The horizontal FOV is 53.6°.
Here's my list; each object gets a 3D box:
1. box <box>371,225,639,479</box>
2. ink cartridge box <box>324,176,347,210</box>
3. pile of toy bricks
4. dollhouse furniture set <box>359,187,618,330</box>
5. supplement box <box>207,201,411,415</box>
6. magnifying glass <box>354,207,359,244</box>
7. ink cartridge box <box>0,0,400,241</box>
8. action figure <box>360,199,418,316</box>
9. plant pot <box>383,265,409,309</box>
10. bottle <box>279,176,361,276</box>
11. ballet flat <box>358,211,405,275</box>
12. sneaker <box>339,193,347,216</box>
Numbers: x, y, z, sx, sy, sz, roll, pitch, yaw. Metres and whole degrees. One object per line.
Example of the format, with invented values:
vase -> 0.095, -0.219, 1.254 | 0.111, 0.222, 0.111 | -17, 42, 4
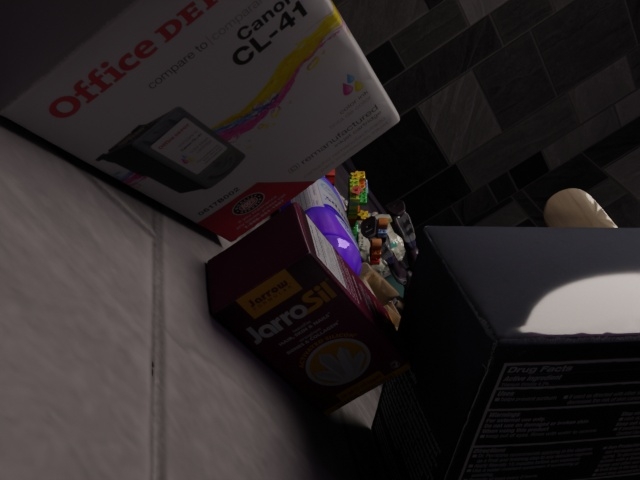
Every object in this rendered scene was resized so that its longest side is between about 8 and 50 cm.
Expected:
box -> 0.235, 0.148, 0.645 | 0.182, 0.297, 0.293 | -109, -156, -54
ink cartridge box -> -0.029, -0.126, 1.225 | 0.198, 0.067, 0.115 | 58, 11, 6
pile of toy bricks -> 0.055, -0.062, 1.068 | 0.105, 0.118, 0.212 | 92, -3, -56
dollhouse furniture set -> 0.266, 0.090, 1.019 | 0.256, 0.394, 0.362 | 62, 11, 29
supplement box -> -0.008, 0.071, 0.602 | 0.188, 0.104, 0.080 | 50, 13, -35
magnifying glass -> 0.059, -0.020, 1.199 | 0.092, 0.026, 0.230 | 72, 20, -46
ink cartridge box -> -0.089, -0.144, 0.535 | 0.131, 0.226, 0.306 | 60, 11, 24
action figure -> 0.179, 0.067, 1.268 | 0.285, 0.185, 0.099 | 60, -1, -23
plant pot -> 0.304, 0.157, 1.463 | 0.293, 0.235, 0.293 | 54, 10, -14
bottle -> 0.000, 0.000, 0.896 | 0.118, 0.092, 0.282 | 54, 10, -27
ballet flat -> 0.157, -0.001, 1.555 | 0.147, 0.147, 0.409 | 56, 9, -7
sneaker -> 0.008, -0.108, 1.421 | 0.166, 0.065, 0.076 | 59, -7, -5
